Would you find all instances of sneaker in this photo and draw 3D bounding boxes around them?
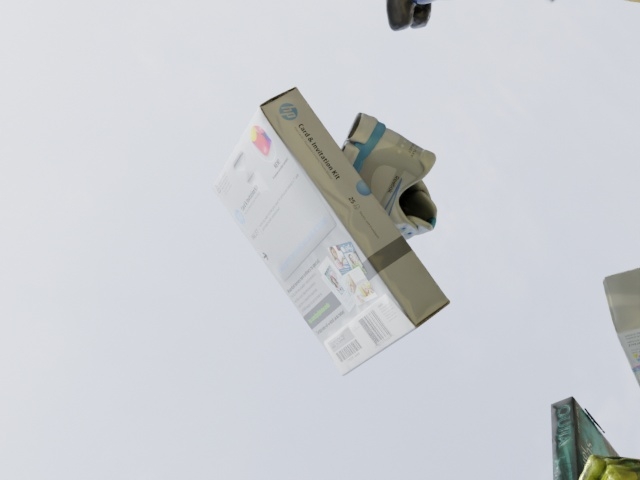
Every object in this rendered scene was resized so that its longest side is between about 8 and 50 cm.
[{"bbox_3d":[0.048,-0.012,0.804,0.083,0.191,0.071,21,-126,9],"label":"sneaker"}]

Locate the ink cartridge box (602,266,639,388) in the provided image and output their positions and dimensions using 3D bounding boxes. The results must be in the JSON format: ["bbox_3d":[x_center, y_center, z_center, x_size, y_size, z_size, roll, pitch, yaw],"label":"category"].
[{"bbox_3d":[0.270,0.066,0.754,0.122,0.088,0.052,51,-151,-48],"label":"ink cartridge box"}]

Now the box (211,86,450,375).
[{"bbox_3d":[0.000,0.000,0.749,0.038,0.145,0.186,-33,-97,-28],"label":"box"}]

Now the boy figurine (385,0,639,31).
[{"bbox_3d":[0.214,-0.270,1.027,0.177,0.285,0.092,-28,-64,-62],"label":"boy figurine"}]

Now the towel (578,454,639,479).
[{"bbox_3d":[0.201,0.137,0.476,0.237,0.102,0.021,3,-152,-29],"label":"towel"}]

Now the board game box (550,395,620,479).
[{"bbox_3d":[0.230,0.234,0.820,0.126,0.026,0.186,49,-150,-23],"label":"board game box"}]
